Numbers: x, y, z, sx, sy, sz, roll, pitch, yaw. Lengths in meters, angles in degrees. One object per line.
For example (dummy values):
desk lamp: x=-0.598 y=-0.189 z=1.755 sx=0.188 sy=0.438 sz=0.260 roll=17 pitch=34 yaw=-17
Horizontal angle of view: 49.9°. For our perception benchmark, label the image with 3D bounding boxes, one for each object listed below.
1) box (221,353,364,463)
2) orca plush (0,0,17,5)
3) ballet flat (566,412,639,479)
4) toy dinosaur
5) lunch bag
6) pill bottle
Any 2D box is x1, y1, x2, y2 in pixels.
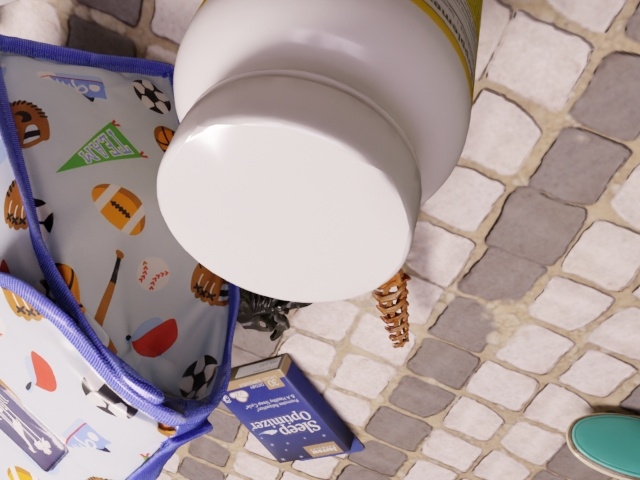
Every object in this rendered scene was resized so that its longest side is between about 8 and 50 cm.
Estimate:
box: x=-0.045 y=0.268 z=1.032 sx=0.136 sy=0.036 sz=0.225 roll=-21 pitch=121 yaw=31
orca plush: x=-0.213 y=-0.313 z=0.570 sx=0.287 sy=0.151 sz=0.102 roll=-29 pitch=83 yaw=35
ballet flat: x=0.431 y=0.268 z=0.855 sx=0.248 sy=0.086 sz=0.086 roll=4 pitch=129 yaw=13
toy dinosaur: x=0.000 y=0.000 z=0.732 sx=0.218 sy=0.164 sz=0.322 roll=-29 pitch=94 yaw=17
lunch bag: x=-0.242 y=0.058 z=0.672 sx=0.238 sy=0.386 sz=0.328 roll=-3 pitch=150 yaw=-40
pill bottle: x=0.013 y=-0.130 z=0.474 sx=0.187 sy=0.334 sz=0.188 roll=9 pitch=140 yaw=8
